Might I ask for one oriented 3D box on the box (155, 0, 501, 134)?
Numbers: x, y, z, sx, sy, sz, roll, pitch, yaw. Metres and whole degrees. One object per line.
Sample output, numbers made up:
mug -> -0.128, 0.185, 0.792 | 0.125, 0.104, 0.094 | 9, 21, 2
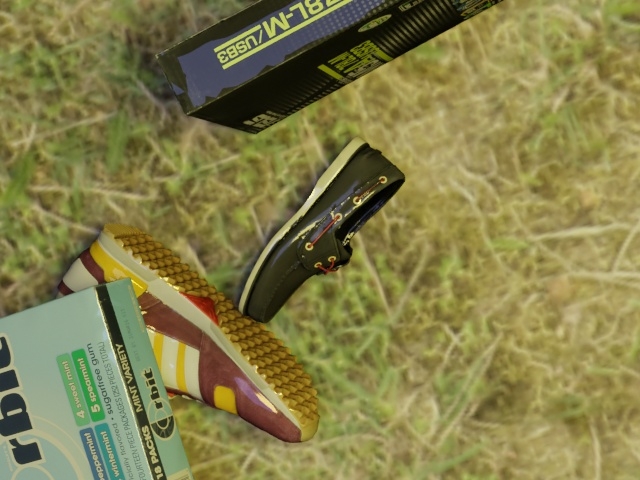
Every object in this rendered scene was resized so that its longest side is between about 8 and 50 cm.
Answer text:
box -> 0.014, -0.123, 1.040 | 0.184, 0.190, 0.045 | -30, 86, 7

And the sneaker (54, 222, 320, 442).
sneaker -> -0.085, 0.074, 1.128 | 0.185, 0.069, 0.084 | 42, 106, 12

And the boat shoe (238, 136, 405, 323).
boat shoe -> 0.000, 0.000, 1.116 | 0.042, 0.049, 0.133 | 39, 92, 14

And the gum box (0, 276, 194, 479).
gum box -> -0.173, 0.122, 1.117 | 0.184, 0.041, 0.157 | -19, 89, 31
